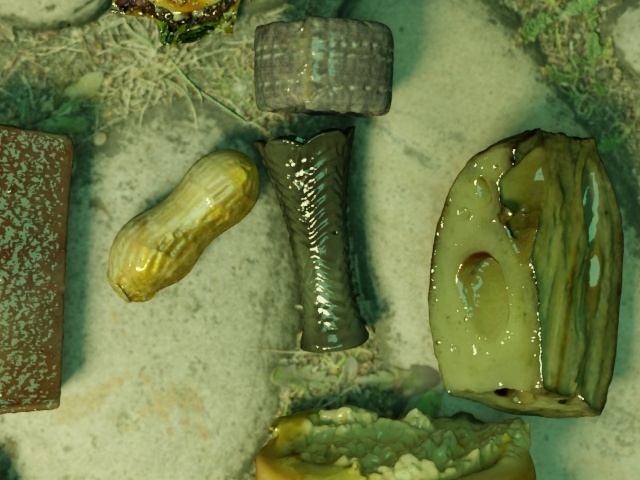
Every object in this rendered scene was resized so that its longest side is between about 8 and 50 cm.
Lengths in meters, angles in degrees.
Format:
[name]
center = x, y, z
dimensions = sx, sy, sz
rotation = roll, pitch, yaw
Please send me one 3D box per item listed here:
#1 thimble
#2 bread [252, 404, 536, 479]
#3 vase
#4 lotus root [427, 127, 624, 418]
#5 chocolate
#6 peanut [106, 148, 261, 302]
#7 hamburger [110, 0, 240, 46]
[thimble]
center = 0.005, -0.182, 1.340
dimensions = 0.150, 0.150, 0.098
rotation = 2, 92, -5
[bread]
center = 0.080, 0.317, 1.342
dimensions = 0.315, 0.211, 0.270
rotation = 4, 94, -3
[vase]
center = 0.000, 0.000, 1.373
dimensions = 0.115, 0.115, 0.237
rotation = -8, 96, -5
[lotus root]
center = 0.223, 0.039, 1.386
dimensions = 0.210, 0.142, 0.314
rotation = 5, 88, -43
[chocolate]
center = -0.325, 0.025, 1.343
dimensions = 0.112, 0.112, 0.321
rotation = 2, 93, -13
[peanut]
center = -0.150, -0.018, 1.364
dimensions = 0.206, 0.087, 0.087
rotation = -44, 96, -3
[hamburger]
center = -0.147, -0.304, 1.346
dimensions = 0.164, 0.093, 0.189
rotation = -2, 95, -6
